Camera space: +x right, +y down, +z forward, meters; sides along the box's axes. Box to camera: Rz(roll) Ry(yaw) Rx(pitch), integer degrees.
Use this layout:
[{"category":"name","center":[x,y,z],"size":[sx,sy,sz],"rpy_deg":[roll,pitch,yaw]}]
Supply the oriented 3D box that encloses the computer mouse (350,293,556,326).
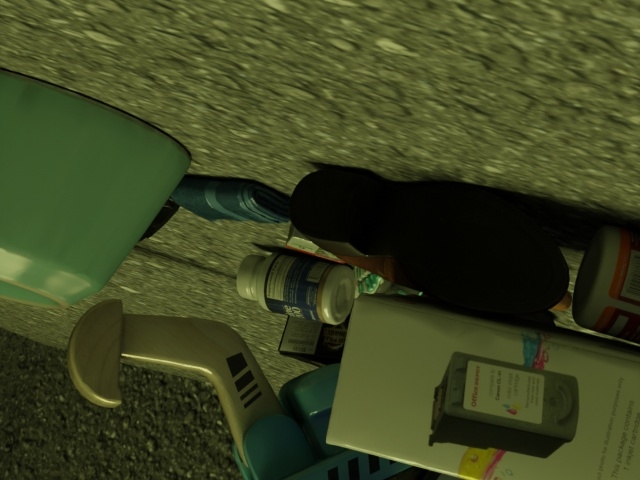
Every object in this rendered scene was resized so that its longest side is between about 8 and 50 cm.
[{"category":"computer mouse","center":[0.140,0.100,2.135],"size":[0.188,0.072,0.272],"rpy_deg":[24,168,-39]}]

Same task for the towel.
[{"category":"towel","center":[-0.085,-0.036,1.829],"size":[0.119,0.029,0.067],"rpy_deg":[6,166,46]}]

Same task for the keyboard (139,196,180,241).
[{"category":"keyboard","center":[-0.262,-0.044,2.076],"size":[0.202,0.033,0.317],"rpy_deg":[11,171,-11]}]

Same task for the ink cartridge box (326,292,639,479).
[{"category":"ink cartridge box","center":[0.189,0.136,1.578],"size":[0.306,0.131,0.226],"rpy_deg":[12,-179,21]}]

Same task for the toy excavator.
[{"category":"toy excavator","center":[-0.050,0.227,2.443],"size":[0.433,0.445,0.222],"rpy_deg":[-23,175,-14]}]

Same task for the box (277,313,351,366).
[{"category":"box","center":[0.146,0.168,2.543],"size":[0.295,0.073,0.293],"rpy_deg":[23,170,-38]}]

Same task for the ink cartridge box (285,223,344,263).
[{"category":"ink cartridge box","center":[0.000,0.000,1.904],"size":[0.063,0.029,0.115],"rpy_deg":[16,170,-4]}]

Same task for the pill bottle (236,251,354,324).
[{"category":"pill bottle","center":[-0.028,0.049,2.125],"size":[0.120,0.067,0.067],"rpy_deg":[11,170,27]}]

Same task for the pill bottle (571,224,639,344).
[{"category":"pill bottle","center":[0.282,0.047,1.541],"size":[0.152,0.086,0.086],"rpy_deg":[17,171,-5]}]

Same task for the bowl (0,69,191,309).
[{"category":"bowl","center":[-0.284,-0.040,1.731],"size":[0.312,0.163,0.311],"rpy_deg":[14,170,2]}]

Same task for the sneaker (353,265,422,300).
[{"category":"sneaker","center":[0.072,0.030,1.921],"size":[0.076,0.065,0.166],"rpy_deg":[-1,174,-1]}]

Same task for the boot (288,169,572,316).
[{"category":"boot","center":[0.141,0.033,1.665],"size":[0.264,0.096,0.280],"rpy_deg":[9,169,34]}]
